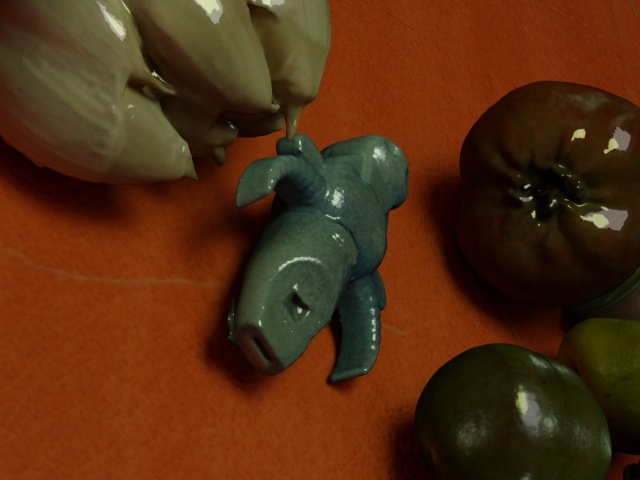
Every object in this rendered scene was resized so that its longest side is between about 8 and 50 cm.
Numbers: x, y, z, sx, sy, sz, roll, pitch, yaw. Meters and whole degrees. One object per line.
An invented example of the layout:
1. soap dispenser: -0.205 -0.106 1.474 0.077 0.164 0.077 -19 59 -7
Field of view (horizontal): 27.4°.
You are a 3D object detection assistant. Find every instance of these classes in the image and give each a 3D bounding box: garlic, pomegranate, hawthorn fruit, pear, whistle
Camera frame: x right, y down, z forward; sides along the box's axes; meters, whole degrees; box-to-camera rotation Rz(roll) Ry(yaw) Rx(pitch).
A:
1. garlic: -0.090 -0.148 0.928 0.203 0.185 0.281 45 31 13
2. pomegranate: 0.134 0.173 0.952 0.152 0.131 0.191 22 66 -40
3. hawthorn fruit: 0.218 -0.044 1.189 0.199 0.199 0.251 54 12 6
4. pear: 0.269 0.129 1.120 0.141 0.141 0.104 19 73 -35
5. whistle: 0.000 0.000 0.981 0.180 0.093 0.269 62 31 -27

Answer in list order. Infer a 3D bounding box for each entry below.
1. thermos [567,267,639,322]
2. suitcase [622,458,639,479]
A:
1. thermos: 0.384 0.085 1.240 0.265 0.176 0.146 38 39 -13
2. suitcase: 0.347 0.291 0.997 0.128 0.202 0.312 -18 72 -41
